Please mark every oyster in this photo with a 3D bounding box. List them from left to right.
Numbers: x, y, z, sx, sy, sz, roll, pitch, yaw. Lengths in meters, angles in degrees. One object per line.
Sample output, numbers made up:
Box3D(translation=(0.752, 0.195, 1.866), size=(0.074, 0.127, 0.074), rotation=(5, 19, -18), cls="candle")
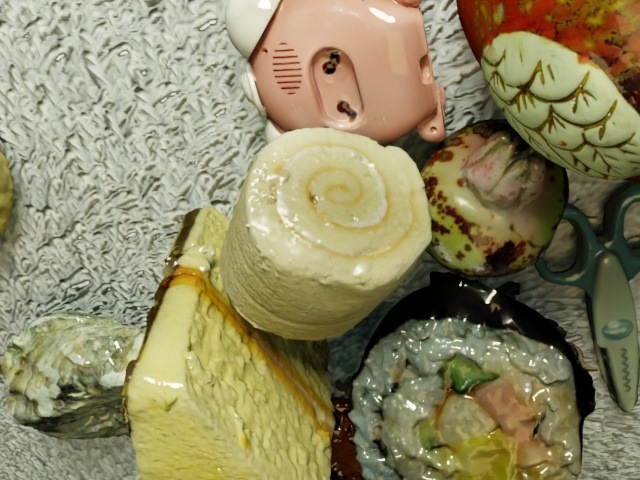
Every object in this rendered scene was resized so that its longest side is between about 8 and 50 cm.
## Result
Box3D(translation=(-0.264, 0.162, 0.718), size=(0.199, 0.112, 0.267), rotation=(13, 142, -3), cls="oyster")

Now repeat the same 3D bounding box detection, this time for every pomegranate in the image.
Box3D(translation=(0.135, -0.045, 0.525), size=(0.138, 0.126, 0.163), rotation=(-50, 144, -10), cls="pomegranate")

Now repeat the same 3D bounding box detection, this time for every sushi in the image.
Box3D(translation=(0.153, 0.145, 0.638), size=(0.239, 0.219, 0.225), rotation=(32, 104, 24), cls="sushi")

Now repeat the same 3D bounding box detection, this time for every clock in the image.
Box3D(translation=(0.012, -0.136, 0.511), size=(0.162, 0.092, 0.165), rotation=(-9, 124, 15), cls="clock")

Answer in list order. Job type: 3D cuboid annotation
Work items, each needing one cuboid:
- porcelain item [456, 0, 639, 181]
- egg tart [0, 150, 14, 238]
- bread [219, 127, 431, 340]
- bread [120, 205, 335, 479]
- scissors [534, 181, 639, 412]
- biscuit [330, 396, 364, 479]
Box3D(translation=(0.187, -0.160, 0.430), size=(0.253, 0.253, 0.252), rotation=(3, 125, 4), cls="porcelain item")
Box3D(translation=(-0.446, -0.063, 0.597), size=(0.291, 0.115, 0.290), rotation=(4, 124, 5), cls="egg tart")
Box3D(translation=(0.000, 0.000, 0.516), size=(0.148, 0.133, 0.141), rotation=(0, 154, -18), cls="bread")
Box3D(translation=(-0.121, 0.127, 0.603), size=(0.199, 0.263, 0.236), rotation=(-20, 121, 14), cls="bread")
Box3D(translation=(0.301, 0.073, 0.655), size=(0.138, 0.041, 0.289), rotation=(-17, 121, 8), cls="scissors")
Box3D(translation=(0.020, 0.276, 0.822), size=(0.192, 0.049, 0.192), rotation=(1, 122, 2), cls="biscuit")
